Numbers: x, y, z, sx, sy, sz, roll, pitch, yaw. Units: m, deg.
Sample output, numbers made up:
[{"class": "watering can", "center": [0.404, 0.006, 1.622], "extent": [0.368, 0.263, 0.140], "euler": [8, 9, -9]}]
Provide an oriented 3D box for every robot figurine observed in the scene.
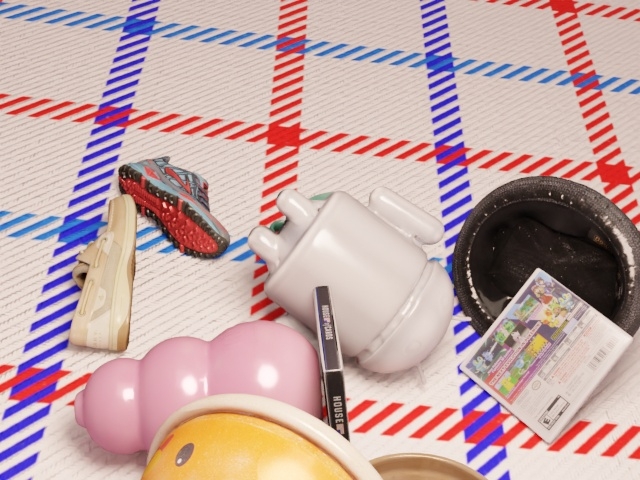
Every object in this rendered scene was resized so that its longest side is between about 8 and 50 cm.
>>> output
[{"class": "robot figurine", "center": [0.057, 0.063, 1.550], "extent": [0.353, 0.300, 0.200], "euler": [38, 4, -4]}]

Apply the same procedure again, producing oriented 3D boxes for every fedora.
[{"class": "fedora", "center": [0.388, 0.055, 1.667], "extent": [0.334, 0.334, 0.152], "euler": [40, 16, 29]}]

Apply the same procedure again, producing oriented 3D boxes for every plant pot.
[{"class": "plant pot", "center": [0.123, 0.390, 1.298], "extent": [0.237, 0.110, 0.237], "euler": [0, 32, 0]}]

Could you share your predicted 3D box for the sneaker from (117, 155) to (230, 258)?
[{"class": "sneaker", "center": [-0.229, -0.074, 1.756], "extent": [0.125, 0.104, 0.262], "euler": [-28, 55, -37]}]

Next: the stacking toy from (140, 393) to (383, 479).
[{"class": "stacking toy", "center": [-0.145, 0.407, 1.016], "extent": [0.350, 0.351, 0.480], "euler": [26, 34, 17]}]

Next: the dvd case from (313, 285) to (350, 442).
[{"class": "dvd case", "center": [0.017, 0.191, 1.372], "extent": [0.029, 0.179, 0.239], "euler": [-6, 23, 0]}]

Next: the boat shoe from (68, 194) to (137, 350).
[{"class": "boat shoe", "center": [-0.342, 0.041, 1.610], "extent": [0.098, 0.109, 0.302], "euler": [3, 48, -9]}]

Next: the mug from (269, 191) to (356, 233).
[{"class": "mug", "center": [0.007, 0.003, 1.706], "extent": [0.157, 0.129, 0.097], "euler": [-25, 48, 6]}]

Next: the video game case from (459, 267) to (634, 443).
[{"class": "video game case", "center": [0.342, 0.173, 1.559], "extent": [0.183, 0.023, 0.201], "euler": [40, 95, 29]}]

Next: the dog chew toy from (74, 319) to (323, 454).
[{"class": "dog chew toy", "center": [-0.165, 0.216, 1.392], "extent": [0.331, 0.207, 0.207], "euler": [-3, 43, -3]}]
